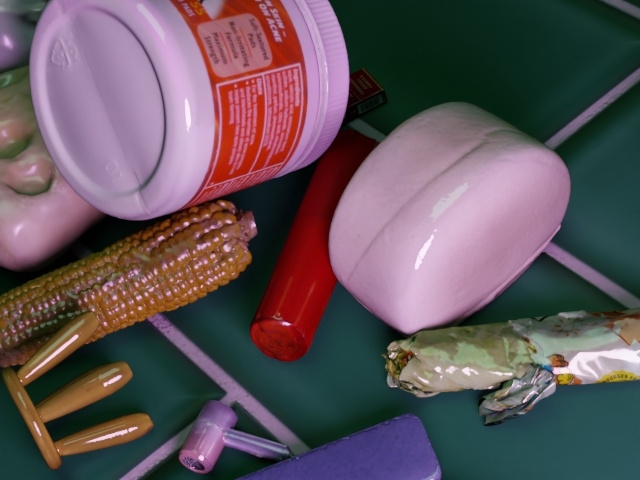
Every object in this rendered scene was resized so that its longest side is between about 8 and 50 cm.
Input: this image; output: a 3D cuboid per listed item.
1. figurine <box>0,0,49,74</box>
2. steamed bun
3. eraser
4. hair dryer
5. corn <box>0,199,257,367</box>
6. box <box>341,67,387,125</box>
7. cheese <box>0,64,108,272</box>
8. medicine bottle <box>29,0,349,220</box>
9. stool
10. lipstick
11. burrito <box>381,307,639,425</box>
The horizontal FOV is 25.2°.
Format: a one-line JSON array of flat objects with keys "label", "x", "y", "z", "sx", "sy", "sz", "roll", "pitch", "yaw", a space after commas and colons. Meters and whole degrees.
[{"label": "figurine", "x": -0.331, "y": -0.254, "z": 1.772, "sx": 0.276, "sy": 0.200, "sz": 0.133, "roll": 2, "pitch": 62, "yaw": -15}, {"label": "steamed bun", "x": 0.126, "y": -0.030, "z": 1.419, "sx": 0.241, "sy": 0.164, "sz": 0.146, "roll": -38, "pitch": 50, "yaw": -21}, {"label": "eraser", "x": -0.002, "y": 0.231, "z": 1.299, "sx": 0.225, "sy": 0.036, "sz": 0.082, "roll": -21, "pitch": 45, "yaw": -3}, {"label": "hair dryer", "x": -0.072, "y": 0.197, "z": 1.358, "sx": 0.114, "sy": 0.037, "sz": 0.063, "roll": 14, "pitch": 55, "yaw": 18}, {"label": "corn", "x": -0.212, "y": 0.047, "z": 1.495, "sx": 0.319, "sy": 0.097, "sz": 0.097, "roll": -23, "pitch": 46, "yaw": -3}, {"label": "box", "x": 0.030, "y": -0.164, "z": 1.671, "sx": 0.082, "sy": 0.023, "sz": 0.051, "roll": -28, "pitch": 45, "yaw": -11}, {"label": "cheese", "x": -0.339, "y": -0.138, "z": 1.687, "sx": 0.351, "sy": 0.130, "sz": 0.328, "roll": 29, "pitch": 56, "yaw": 35}, {"label": "medicine bottle", "x": -0.138, "y": -0.165, "z": 1.487, "sx": 0.252, "sy": 0.253, "sz": 0.241, "roll": 27, "pitch": 32, "yaw": 35}, {"label": "stool", "x": -0.239, "y": 0.151, "z": 1.397, "sx": 0.110, "sy": 0.134, "sz": 0.135, "roll": -29, "pitch": 91, "yaw": -13}, {"label": "lipstick", "x": 0.000, "y": 0.001, "z": 1.493, "sx": 0.073, "sy": 0.073, "sz": 0.280, "roll": 5, "pitch": 49, "yaw": 21}, {"label": "burrito", "x": 0.199, "y": 0.118, "z": 1.338, "sx": 0.288, "sy": 0.054, "sz": 0.104, "roll": -6, "pitch": 49, "yaw": 9}]
